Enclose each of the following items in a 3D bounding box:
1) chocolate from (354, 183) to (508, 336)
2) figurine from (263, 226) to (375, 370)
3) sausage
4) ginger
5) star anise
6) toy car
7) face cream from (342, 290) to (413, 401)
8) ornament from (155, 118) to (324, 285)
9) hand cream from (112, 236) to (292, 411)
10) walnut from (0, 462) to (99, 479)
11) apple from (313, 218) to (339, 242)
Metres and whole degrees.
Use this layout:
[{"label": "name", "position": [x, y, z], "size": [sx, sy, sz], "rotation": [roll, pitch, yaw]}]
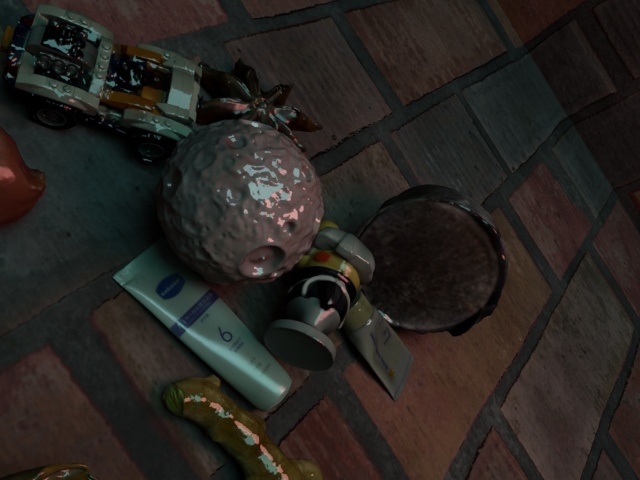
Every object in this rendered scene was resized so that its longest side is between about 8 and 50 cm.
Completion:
[{"label": "chocolate", "position": [0.222, 0.014, 1.148], "size": [0.303, 0.303, 0.213], "rotation": [48, 29, -11]}, {"label": "figurine", "position": [0.000, 0.093, 0.956], "size": [0.133, 0.176, 0.236], "rotation": [32, 53, -9]}, {"label": "sausage", "position": [-0.468, -0.115, 0.685], "size": [0.254, 0.148, 0.148], "rotation": [41, 48, -19]}, {"label": "ginger", "position": [-0.111, 0.306, 0.835], "size": [0.299, 0.065, 0.118], "rotation": [48, 33, -14]}, {"label": "star anise", "position": [-0.121, -0.235, 1.076], "size": [0.288, 0.088, 0.288], "rotation": [12, 56, -19]}, {"label": "toy car", "position": [-0.332, -0.248, 0.885], "size": [0.301, 0.118, 0.193], "rotation": [18, 61, -30]}, {"label": "face cream", "position": [0.112, 0.195, 1.092], "size": [0.224, 0.070, 0.114], "rotation": [52, 45, -20]}, {"label": "ornament", "position": [-0.119, -0.049, 0.869], "size": [0.259, 0.259, 0.225], "rotation": [11, 38, -37]}, {"label": "hand cream", "position": [-0.173, 0.140, 0.886], "size": [0.321, 0.067, 0.109], "rotation": [46, 48, -4]}, {"label": "walnut", "position": [-0.287, 0.370, 0.605], "size": [0.204, 0.141, 0.238], "rotation": [25, 52, -43]}, {"label": "apple", "position": [0.000, 0.000, 1.077], "size": [0.084, 0.071, 0.084], "rotation": [18, 59, -33]}]
